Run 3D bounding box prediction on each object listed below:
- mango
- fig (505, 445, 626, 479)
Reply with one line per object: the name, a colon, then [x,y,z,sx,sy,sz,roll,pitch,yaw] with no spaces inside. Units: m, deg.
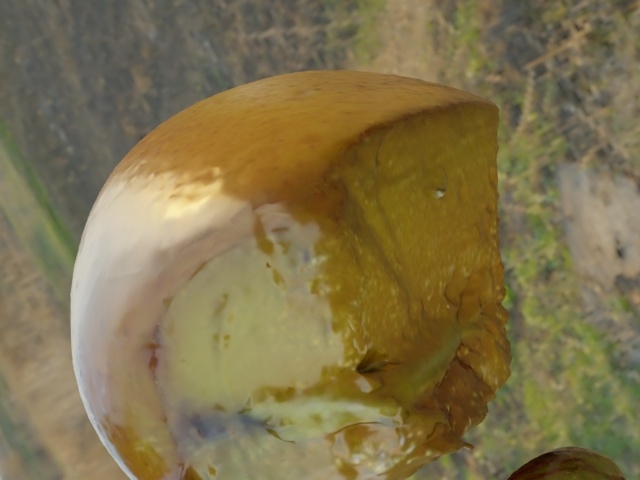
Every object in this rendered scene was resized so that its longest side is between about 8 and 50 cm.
mango: [0.000,0.000,0.699,0.199,0.201,0.350,31,-159,-5]
fig: [0.076,0.109,0.539,0.050,0.083,0.050,50,-162,-22]
